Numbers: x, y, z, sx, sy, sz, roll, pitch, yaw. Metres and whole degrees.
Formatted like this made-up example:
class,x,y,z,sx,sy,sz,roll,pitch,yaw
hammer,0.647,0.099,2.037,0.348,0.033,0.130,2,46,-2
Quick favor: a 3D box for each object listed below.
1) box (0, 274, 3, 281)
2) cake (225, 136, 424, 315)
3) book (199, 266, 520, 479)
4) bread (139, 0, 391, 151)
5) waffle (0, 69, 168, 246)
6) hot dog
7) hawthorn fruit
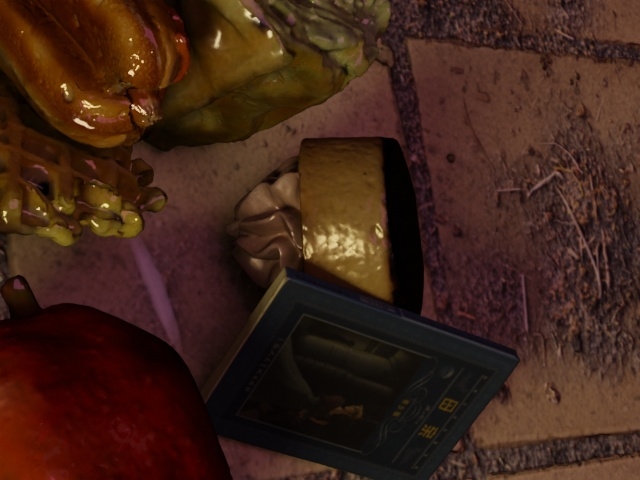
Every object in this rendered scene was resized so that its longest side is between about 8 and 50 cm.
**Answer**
class,x,y,z,sx,sy,sz,roll,pitch,yaw
box,-0.379,0.085,0.990,0.117,0.225,0.225,50,55,-10
cake,0.000,0.000,1.321,0.208,0.178,0.185,58,27,-54
book,0.033,0.140,1.283,0.269,0.191,0.025,21,28,-26
bread,-0.091,-0.201,1.269,0.238,0.252,0.196,8,66,-36
waffle,-0.286,-0.097,1.139,0.307,0.060,0.312,46,24,27
hot dog,-0.236,-0.223,1.171,0.349,0.158,0.117,47,18,23
hawthorn fruit,-0.206,0.179,1.057,0.265,0.265,0.307,-8,72,-35
